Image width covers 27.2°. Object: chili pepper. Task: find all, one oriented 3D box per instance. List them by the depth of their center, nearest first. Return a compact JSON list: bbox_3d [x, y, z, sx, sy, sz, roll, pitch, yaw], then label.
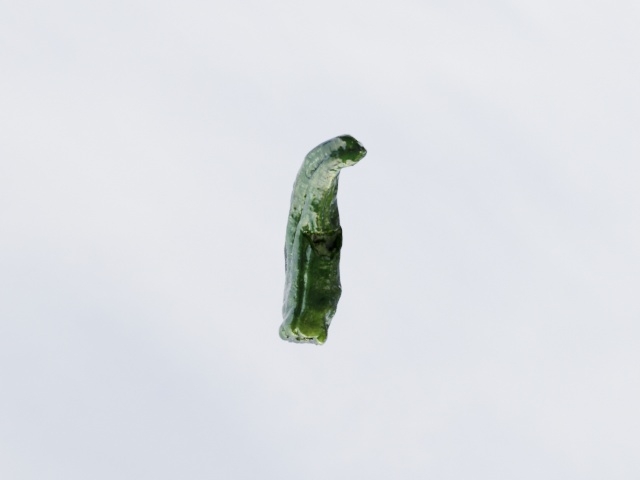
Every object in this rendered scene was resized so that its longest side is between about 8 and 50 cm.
[{"bbox_3d":[0.000,-0.004,1.083,0.050,0.073,0.182,6,-75,-10],"label":"chili pepper"}]
